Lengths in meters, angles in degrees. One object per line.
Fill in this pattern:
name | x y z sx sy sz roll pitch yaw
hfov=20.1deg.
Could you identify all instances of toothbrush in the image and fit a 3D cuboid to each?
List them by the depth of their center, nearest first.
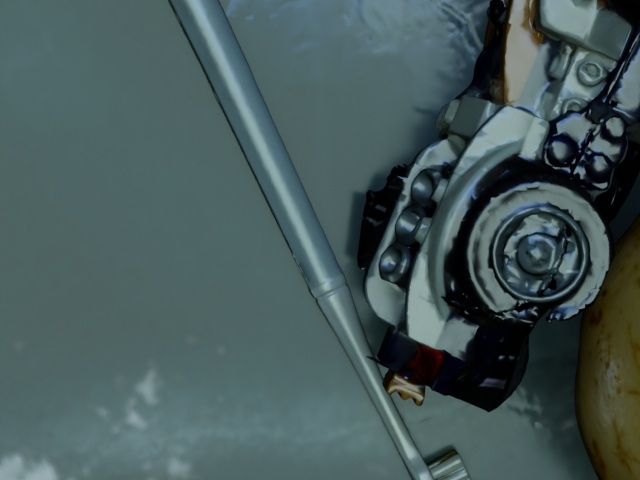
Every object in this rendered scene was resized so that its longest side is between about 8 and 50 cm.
toothbrush | -0.002 0.001 0.935 0.030 0.025 0.342 -28 92 -7

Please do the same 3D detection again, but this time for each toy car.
toy car | 0.103 -0.061 0.854 0.118 0.193 0.301 26 92 -1

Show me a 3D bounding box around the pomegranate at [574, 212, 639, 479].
pomegranate | 0.238 0.060 0.847 0.248 0.248 0.248 0 91 -1
